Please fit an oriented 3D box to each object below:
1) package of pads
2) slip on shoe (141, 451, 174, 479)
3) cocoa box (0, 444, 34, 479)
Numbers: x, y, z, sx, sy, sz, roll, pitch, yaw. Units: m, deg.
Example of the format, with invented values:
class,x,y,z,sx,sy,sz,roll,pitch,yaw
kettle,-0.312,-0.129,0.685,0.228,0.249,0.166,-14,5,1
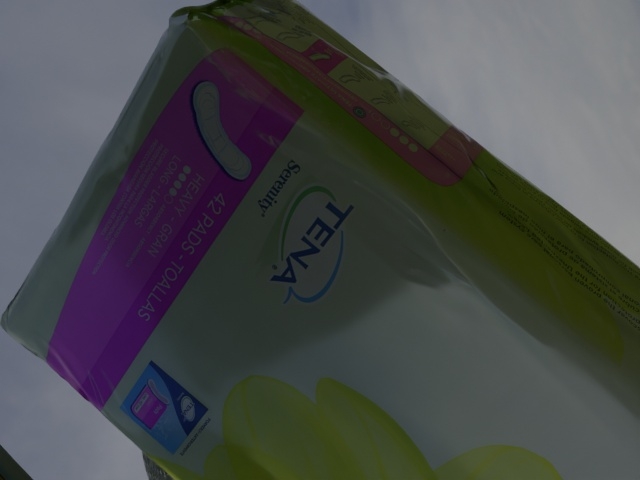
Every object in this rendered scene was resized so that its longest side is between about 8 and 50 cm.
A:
class,x,y,z,sx,sy,sz,roll,pitch,yaw
package of pads,0.014,0.046,0.450,0.296,0.229,0.101,40,-148,3
slip on shoe,-0.156,0.204,1.079,0.101,0.123,0.331,-10,-86,-28
cocoa box,-0.258,0.090,0.227,0.347,0.231,0.228,50,-173,-9
